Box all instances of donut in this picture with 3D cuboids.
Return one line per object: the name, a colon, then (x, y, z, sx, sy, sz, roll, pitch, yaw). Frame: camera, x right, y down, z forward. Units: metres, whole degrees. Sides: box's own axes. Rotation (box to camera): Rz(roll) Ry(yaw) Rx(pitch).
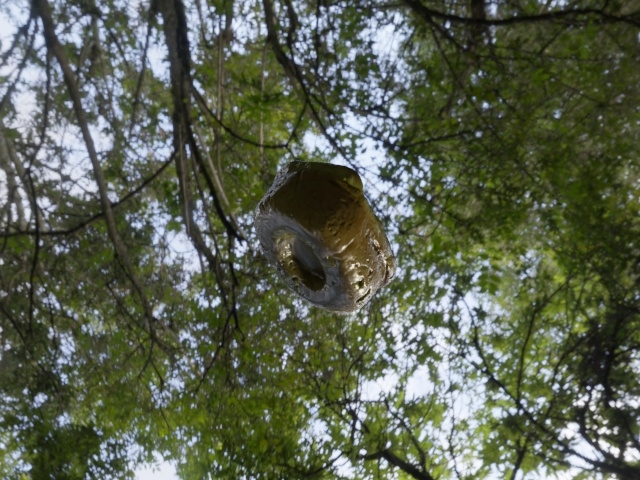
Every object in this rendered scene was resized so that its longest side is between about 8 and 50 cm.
donut: (0.000, 0.000, 0.856, 0.209, 0.261, 0.128, 3, -138, 41)
